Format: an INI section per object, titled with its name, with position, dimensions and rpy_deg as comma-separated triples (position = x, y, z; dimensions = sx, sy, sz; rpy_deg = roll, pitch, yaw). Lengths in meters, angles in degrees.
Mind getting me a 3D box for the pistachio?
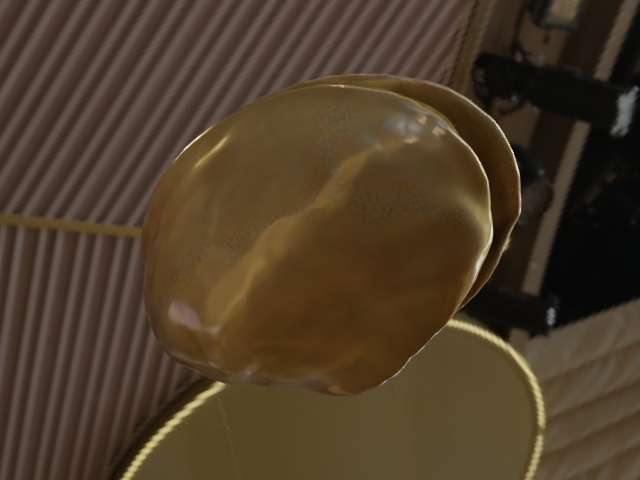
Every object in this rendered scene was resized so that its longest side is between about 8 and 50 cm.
[pistachio]
position = 0.000, 0.000, 0.939
dimensions = 0.321, 0.229, 0.238
rpy_deg = -24, -79, 28
